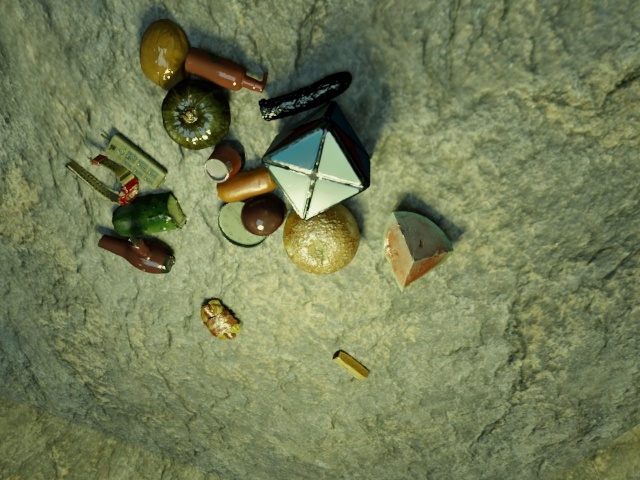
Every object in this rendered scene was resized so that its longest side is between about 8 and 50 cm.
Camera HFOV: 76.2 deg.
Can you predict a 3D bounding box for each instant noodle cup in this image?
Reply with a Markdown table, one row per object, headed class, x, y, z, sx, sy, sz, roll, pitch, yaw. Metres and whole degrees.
| class | x | y | z | sx | sy | sz | roll | pitch | yaw |
| --- | --- | --- | --- | --- | --- | --- | --- | --- | --- |
| instant noodle cup | -0.330 | -0.263 | 1.394 | 0.127 | 0.136 | 0.127 | 5 | 124 | 8 |

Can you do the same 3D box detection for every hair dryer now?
| class | x | y | z | sx | sy | sz | roll | pitch | yaw |
| --- | --- | --- | --- | --- | --- | --- | --- | --- | --- |
| hair dryer | -0.737 | 0.019 | 1.578 | 0.312 | 0.123 | 0.340 | 21 | 160 | -4 |

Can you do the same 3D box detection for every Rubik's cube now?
| class | x | y | z | sx | sy | sz | roll | pitch | yaw |
| --- | --- | --- | --- | --- | --- | --- | --- | --- | --- |
| Rubik's cube | -0.004 | -0.250 | 1.275 | 0.249 | 0.248 | 0.246 | -26 | 113 | 23 |

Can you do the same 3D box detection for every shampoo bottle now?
| class | x | y | z | sx | sy | sz | roll | pitch | yaw |
| --- | --- | --- | --- | --- | --- | --- | --- | --- | --- |
| shampoo bottle | -0.289 | -0.516 | 1.261 | 0.244 | 0.085 | 0.086 | 18 | 124 | -4 |

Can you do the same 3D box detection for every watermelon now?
| class | x | y | z | sx | sy | sz | roll | pitch | yaw |
| --- | --- | --- | --- | --- | --- | --- | --- | --- | --- |
| watermelon | 0.323 | 0.043 | 1.454 | 0.255 | 0.176 | 0.260 | 24 | 146 | 4 |

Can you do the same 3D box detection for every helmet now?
| class | x | y | z | sx | sy | sz | roll | pitch | yaw |
| --- | --- | --- | --- | --- | --- | --- | --- | --- | --- |
| helmet | -0.193 | -0.080 | 1.465 | 0.175 | 0.106 | 0.155 | -18 | 113 | -14 |

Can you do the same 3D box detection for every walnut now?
| class | x | y | z | sx | sy | sz | roll | pitch | yaw |
| --- | --- | --- | --- | --- | --- | --- | --- | --- | --- |
| walnut | -0.495 | -0.567 | 1.262 | 0.167 | 0.087 | 0.211 | 16 | 124 | 5 |

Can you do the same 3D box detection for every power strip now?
| class | x | y | z | sx | sy | sz | roll | pitch | yaw |
| --- | --- | --- | --- | --- | --- | --- | --- | --- | --- |
| power strip | -0.688 | -0.299 | 1.499 | 0.268 | 0.034 | 0.092 | 40 | 121 | -15 |

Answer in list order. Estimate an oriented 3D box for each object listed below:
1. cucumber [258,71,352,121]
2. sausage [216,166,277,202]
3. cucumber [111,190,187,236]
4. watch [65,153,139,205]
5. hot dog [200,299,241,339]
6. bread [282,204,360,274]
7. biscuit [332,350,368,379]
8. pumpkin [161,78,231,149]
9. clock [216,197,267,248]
| class | x | y | z | sx | sy | sz | roll | pitch | yaw |
| --- | --- | --- | --- | --- | --- | --- | --- | --- | --- |
| cucumber | -0.043 | -0.442 | 1.264 | 0.303 | 0.072 | 0.081 | -12 | 119 | 17 |
| sausage | -0.265 | -0.196 | 1.453 | 0.238 | 0.098 | 0.098 | -13 | 119 | 16 |
| cucumber | -0.700 | -0.091 | 1.598 | 0.325 | 0.105 | 0.145 | -7 | 121 | 18 |
| watch | -0.813 | -0.244 | 1.527 | 0.268 | 0.102 | 0.165 | 39 | 130 | -11 |
| hot dog | -0.457 | 0.365 | 1.838 | 0.146 | 0.103 | 0.213 | -33 | 110 | 28 |
| bread | 0.000 | 0.000 | 1.486 | 0.305 | 0.159 | 0.306 | 4 | 122 | 7 |
| biscuit | 0.138 | 0.582 | 1.895 | 0.188 | 0.052 | 0.056 | 40 | 133 | -13 |
| pumpkin | -0.395 | -0.401 | 1.308 | 0.223 | 0.157 | 0.224 | 2 | 108 | 7 |
| clock | -0.293 | -0.066 | 1.569 | 0.214 | 0.042 | 0.215 | 5 | 123 | 8 |
